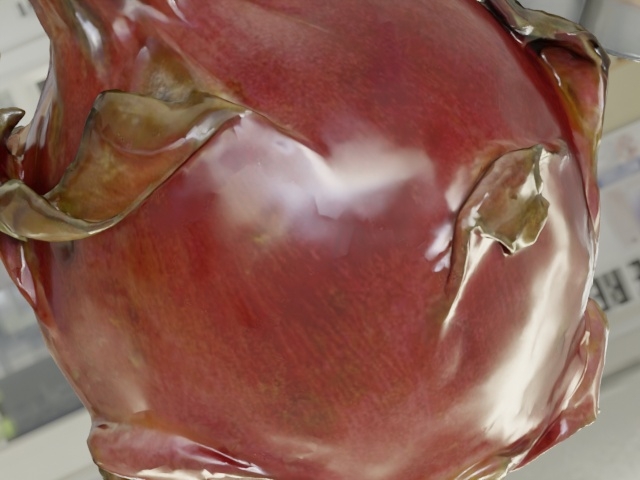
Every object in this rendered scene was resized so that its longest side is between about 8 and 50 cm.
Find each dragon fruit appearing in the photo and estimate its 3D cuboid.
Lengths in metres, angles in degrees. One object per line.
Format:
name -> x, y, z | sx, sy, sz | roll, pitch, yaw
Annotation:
dragon fruit -> -0.001, -0.003, 0.662 | 0.250, 0.315, 0.250 | -8, -158, 3

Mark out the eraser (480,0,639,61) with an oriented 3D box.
eraser -> 0.210, -0.272, 1.097 | 0.171, 0.290, 0.087 | 22, -146, 16
